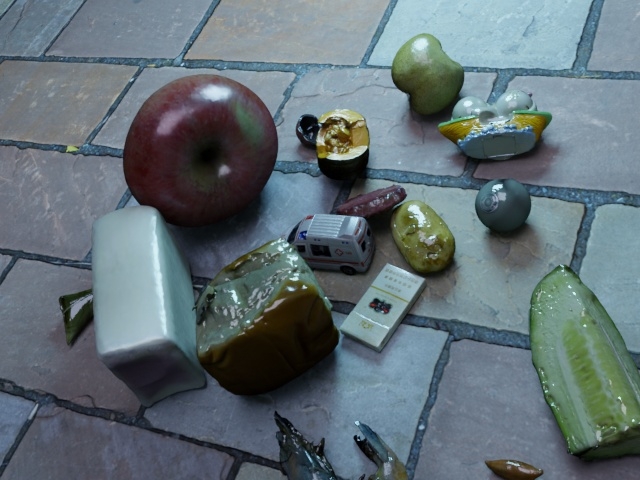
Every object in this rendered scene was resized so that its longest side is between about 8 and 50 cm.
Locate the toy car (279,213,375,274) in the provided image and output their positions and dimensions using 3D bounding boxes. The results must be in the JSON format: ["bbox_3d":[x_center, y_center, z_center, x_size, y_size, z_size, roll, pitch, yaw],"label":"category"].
[{"bbox_3d":[0.000,0.000,1.611,0.210,0.108,0.089,5,55,25],"label":"toy car"}]

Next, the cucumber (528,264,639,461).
[{"bbox_3d":[0.427,0.196,1.300,0.145,0.105,0.325,-37,43,26],"label":"cucumber"}]

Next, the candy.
[{"bbox_3d":[-0.336,0.122,1.577,0.145,0.208,0.358,-19,48,4],"label":"candy"}]

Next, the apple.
[{"bbox_3d":[-0.264,-0.197,1.743,0.345,0.344,0.269,-37,28,-10],"label":"apple"}]

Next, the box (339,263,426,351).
[{"bbox_3d":[0.119,0.124,1.522,0.090,0.024,0.167,22,63,33],"label":"box"}]

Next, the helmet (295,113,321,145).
[{"bbox_3d":[-0.027,-0.243,1.855,0.065,0.049,0.084,-11,70,-32],"label":"helmet"}]

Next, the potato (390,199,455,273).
[{"bbox_3d":[0.196,-0.009,1.564,0.107,0.080,0.170,-14,47,-6],"label":"potato"}]

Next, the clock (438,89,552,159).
[{"bbox_3d":[0.359,-0.244,1.673,0.231,0.103,0.144,-5,50,15],"label":"clock"}]

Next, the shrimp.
[{"bbox_3d":[0.038,0.374,1.327,0.178,0.075,0.289,-27,47,-12],"label":"shrimp"}]

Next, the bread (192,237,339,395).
[{"bbox_3d":[-0.105,0.143,1.440,0.250,0.279,0.224,-28,62,0],"label":"bread"}]

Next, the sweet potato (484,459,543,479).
[{"bbox_3d":[0.301,0.358,1.261,0.095,0.034,0.034,2,53,36],"label":"sweet potato"}]

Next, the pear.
[{"bbox_3d":[0.232,-0.365,1.778,0.137,0.167,0.167,-40,44,24],"label":"pear"}]

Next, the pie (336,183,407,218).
[{"bbox_3d":[0.102,-0.074,1.632,0.155,0.036,0.154,-20,10,4],"label":"pie"}]

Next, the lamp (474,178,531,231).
[{"bbox_3d":[0.346,-0.067,1.535,0.105,0.105,0.105,-11,50,13],"label":"lamp"}]

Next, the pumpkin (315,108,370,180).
[{"bbox_3d":[0.049,-0.193,1.748,0.119,0.107,0.183,-5,44,8],"label":"pumpkin"}]

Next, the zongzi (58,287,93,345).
[{"bbox_3d":[-0.496,0.159,1.720,0.104,0.052,0.113,-17,62,0],"label":"zongzi"}]
